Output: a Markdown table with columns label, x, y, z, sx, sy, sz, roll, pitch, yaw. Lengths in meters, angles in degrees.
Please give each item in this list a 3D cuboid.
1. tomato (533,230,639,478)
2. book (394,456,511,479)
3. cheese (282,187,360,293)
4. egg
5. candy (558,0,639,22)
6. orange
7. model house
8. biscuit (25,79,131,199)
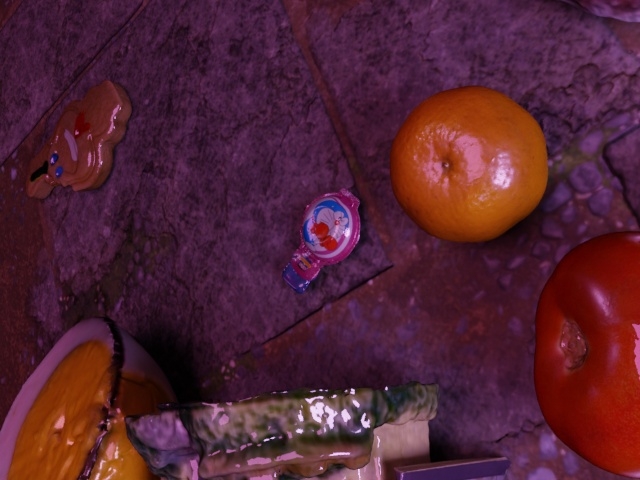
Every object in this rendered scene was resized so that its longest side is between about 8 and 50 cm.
| label | x | y | z | sx | sy | sz | roll | pitch | yaw |
| --- | --- | --- | --- | --- | --- | --- | --- | --- | --- |
| tomato | 0.257 | 0.091 | 0.531 | 0.195 | 0.136 | 0.195 | -176 | 90 | -81 |
| book | 0.114 | 0.324 | 0.615 | 0.026 | 0.157 | 0.231 | 0 | 83 | 52 |
| cheese | 0.000 | 0.000 | 0.830 | 0.095 | 0.038 | 0.145 | 44 | 108 | 34 |
| egg | -0.308 | 0.293 | 0.922 | 0.337 | 0.201 | 0.337 | -29 | 40 | 28 |
| candy | 0.275 | -0.324 | 0.591 | 0.289 | 0.157 | 0.214 | 41 | 104 | 35 |
| orange | 0.150 | -0.075 | 0.661 | 0.159 | 0.136 | 0.159 | 4 | 97 | 34 |
| model house | -0.038 | 0.288 | 0.679 | 0.321 | 0.261 | 0.266 | -16 | 75 | 41 |
| biscuit | -0.458 | -0.167 | 1.216 | 0.320 | 0.047 | 0.183 | -20 | 68 | 36 |
